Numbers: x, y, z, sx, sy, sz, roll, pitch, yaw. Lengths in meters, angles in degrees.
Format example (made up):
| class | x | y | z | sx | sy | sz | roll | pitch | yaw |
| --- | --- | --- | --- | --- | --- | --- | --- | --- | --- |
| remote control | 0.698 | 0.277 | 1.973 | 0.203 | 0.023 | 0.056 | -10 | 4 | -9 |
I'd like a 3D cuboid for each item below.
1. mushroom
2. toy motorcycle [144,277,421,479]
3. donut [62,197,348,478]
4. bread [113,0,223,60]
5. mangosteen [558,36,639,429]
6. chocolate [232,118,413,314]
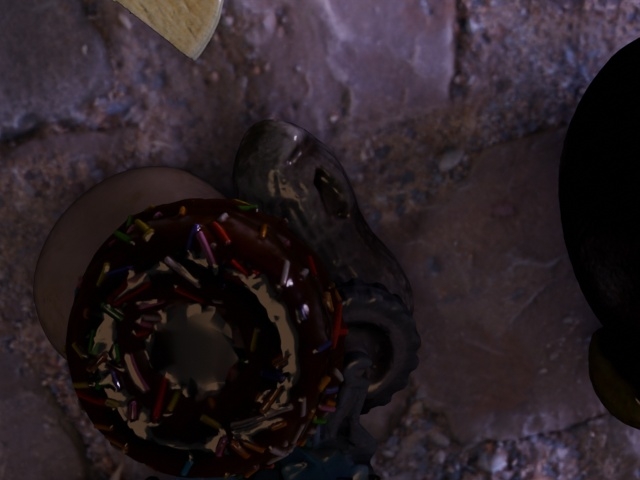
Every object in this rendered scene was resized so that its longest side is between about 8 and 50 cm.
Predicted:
| class | x | y | z | sx | sy | sz | roll | pitch | yaw |
| --- | --- | --- | --- | --- | --- | --- | --- | --- | --- |
| mushroom | -0.147 | 0.042 | 1.229 | 0.204 | 0.204 | 0.204 | 0 | 104 | -1 |
| toy motorcycle | -0.061 | 0.217 | 1.210 | 0.232 | 0.172 | 0.416 | 8 | 117 | -20 |
| donut | -0.092 | 0.082 | 1.073 | 0.235 | 0.089 | 0.235 | 1 | 95 | 6 |
| bread | -0.156 | -0.261 | 1.212 | 0.193 | 0.036 | 0.112 | 37 | 95 | -6 |
| mangosteen | 0.365 | 0.014 | 1.137 | 0.382 | 0.382 | 0.435 | 19 | 119 | -6 |
| chocolate | 0.000 | 0.000 | 1.249 | 0.110 | 0.110 | 0.248 | -27 | 103 | 5 |
